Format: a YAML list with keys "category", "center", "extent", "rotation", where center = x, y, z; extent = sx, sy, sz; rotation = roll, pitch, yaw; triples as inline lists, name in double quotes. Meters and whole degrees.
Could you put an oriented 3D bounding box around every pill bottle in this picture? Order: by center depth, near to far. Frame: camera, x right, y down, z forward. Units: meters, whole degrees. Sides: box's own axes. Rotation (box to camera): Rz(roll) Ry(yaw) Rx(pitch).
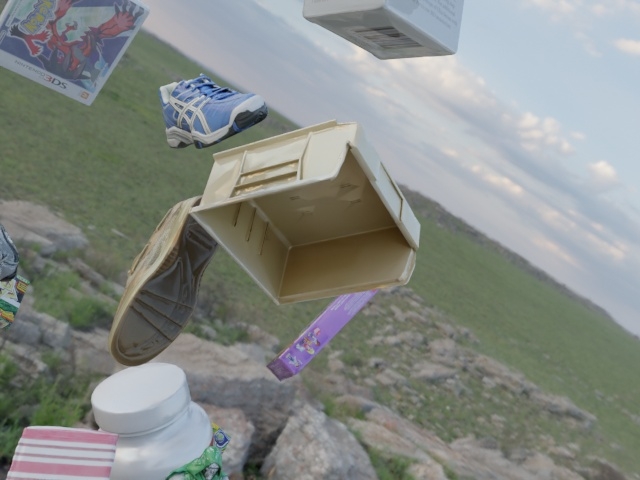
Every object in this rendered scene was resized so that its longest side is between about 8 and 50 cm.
- category: "pill bottle"
  center: [-0.308, 0.456, 1.315]
  extent: [0.228, 0.408, 0.229]
  rotation: [-7, 19, 2]

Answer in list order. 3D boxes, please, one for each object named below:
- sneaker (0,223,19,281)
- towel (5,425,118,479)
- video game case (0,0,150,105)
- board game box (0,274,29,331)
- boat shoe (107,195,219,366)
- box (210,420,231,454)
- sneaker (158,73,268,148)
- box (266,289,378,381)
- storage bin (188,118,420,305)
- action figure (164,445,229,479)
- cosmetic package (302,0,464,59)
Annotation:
- category: "sneaker"
  center: [-0.472, 0.032, 0.954]
  extent: [0.132, 0.086, 0.229]
  rotation: [68, 3, -46]
- category: "towel"
  center: [-0.384, 0.365, 0.991]
  extent: [0.144, 0.029, 0.197]
  rotation: [7, 46, -7]
- category: "video game case"
  center: [-0.399, -0.329, 1.072]
  extent: [0.183, 0.201, 0.023]
  rotation: [22, 28, -40]
- category: "board game box"
  center: [-0.703, 0.063, 1.322]
  extent: [0.259, 0.030, 0.136]
  rotation: [37, 27, -28]
- category: "boat shoe"
  center: [-0.287, 0.070, 1.239]
  extent: [0.110, 0.341, 0.122]
  rotation: [0, -37, 43]
- category: "box"
  center: [-0.304, 0.458, 1.663]
  extent: [0.169, 0.059, 0.054]
  rotation: [42, 46, -16]
- category: "sneaker"
  center: [-0.145, -0.163, 0.847]
  extent: [0.211, 0.080, 0.081]
  rotation: [3, -62, 49]
- category: "box"
  center: [0.006, 0.204, 1.606]
  extent: [0.057, 0.293, 0.201]
  rotation: [46, -21, 2]
- category: "storage bin"
  center: [-0.011, -0.033, 1.057]
  extent: [0.262, 0.260, 0.123]
  rotation: [52, 37, -42]
- category: "action figure"
  center: [-0.163, 0.341, 0.802]
  extent: [0.137, 0.232, 0.063]
  rotation: [12, 17, -32]
- category: "cosmetic package"
  center: [0.126, -0.543, 1.075]
  extent: [0.161, 0.454, 0.230]
  rotation: [8, -1, 38]
